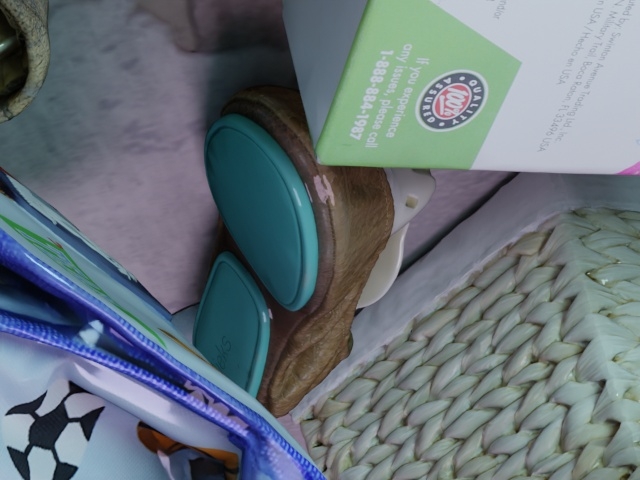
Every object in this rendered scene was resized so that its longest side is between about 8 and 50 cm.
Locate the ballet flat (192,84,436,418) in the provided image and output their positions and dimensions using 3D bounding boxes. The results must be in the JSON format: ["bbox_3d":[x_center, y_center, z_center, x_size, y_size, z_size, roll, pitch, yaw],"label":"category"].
[{"bbox_3d":[0.000,0.000,0.906,0.124,0.116,0.342,-28,157,-20],"label":"ballet flat"}]

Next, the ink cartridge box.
[{"bbox_3d":[0.179,-0.133,0.656,0.353,0.119,0.207,2,140,-17],"label":"ink cartridge box"}]

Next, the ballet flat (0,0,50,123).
[{"bbox_3d":[-0.198,-0.124,0.555,0.107,0.106,0.316,-28,150,24],"label":"ballet flat"}]

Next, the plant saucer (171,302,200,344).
[{"bbox_3d":[-0.060,0.072,1.090,0.119,0.021,0.119,-12,152,-7],"label":"plant saucer"}]

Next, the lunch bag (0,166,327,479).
[{"bbox_3d":[-0.216,0.060,0.626,0.385,0.328,0.239,5,103,-25],"label":"lunch bag"}]

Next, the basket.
[{"bbox_3d":[0.209,0.144,1.100,0.328,0.266,0.331,6,144,-34],"label":"basket"}]
